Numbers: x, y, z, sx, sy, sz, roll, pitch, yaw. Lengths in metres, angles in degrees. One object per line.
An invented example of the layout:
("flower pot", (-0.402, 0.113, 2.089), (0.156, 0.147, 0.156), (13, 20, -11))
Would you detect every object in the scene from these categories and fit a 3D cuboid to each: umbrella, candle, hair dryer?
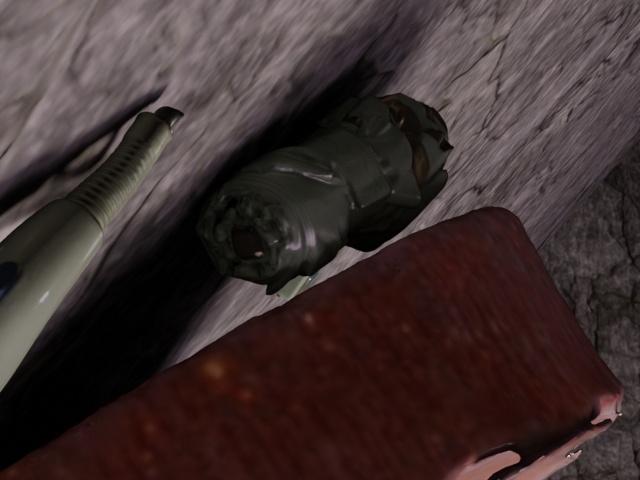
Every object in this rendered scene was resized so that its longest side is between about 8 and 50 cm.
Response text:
("umbrella", (0.010, -0.021, 0.715), (0.143, 0.062, 0.067), (-27, 135, -55))
("candle", (-0.052, 0.108, 0.734), (0.317, 0.131, 0.287), (-39, 168, 26))
("hair dryer", (-0.090, 0.016, 0.427), (0.199, 0.067, 0.167), (-57, 169, -18))

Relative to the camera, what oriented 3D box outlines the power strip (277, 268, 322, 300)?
("power strip", (0.000, 0.000, 0.913), (0.083, 0.017, 0.027), (-55, 168, 32))
